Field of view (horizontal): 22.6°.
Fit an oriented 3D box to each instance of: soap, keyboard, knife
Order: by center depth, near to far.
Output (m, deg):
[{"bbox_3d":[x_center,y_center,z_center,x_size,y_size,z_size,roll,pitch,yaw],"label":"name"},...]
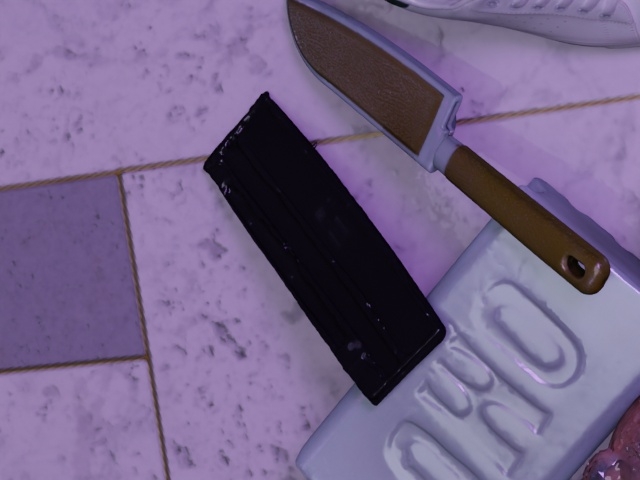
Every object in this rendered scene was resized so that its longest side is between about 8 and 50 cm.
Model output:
[{"bbox_3d":[0.080,-0.081,1.108,0.343,0.027,0.061,42,125,33],"label":"knife"},{"bbox_3d":[0.125,0.106,1.142,0.160,0.087,0.265,42,108,10],"label":"soap"},{"bbox_3d":[0.000,0.000,1.159,0.087,0.017,0.250,-47,58,18],"label":"keyboard"}]

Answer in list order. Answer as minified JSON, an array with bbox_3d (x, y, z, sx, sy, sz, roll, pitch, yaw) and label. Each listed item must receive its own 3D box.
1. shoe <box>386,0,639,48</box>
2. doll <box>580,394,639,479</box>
[{"bbox_3d":[0.143,-0.181,1.087,0.264,0.110,0.095,6,98,20],"label":"shoe"},{"bbox_3d":[0.308,0.192,1.086,0.201,0.156,0.303,-37,112,2],"label":"doll"}]
